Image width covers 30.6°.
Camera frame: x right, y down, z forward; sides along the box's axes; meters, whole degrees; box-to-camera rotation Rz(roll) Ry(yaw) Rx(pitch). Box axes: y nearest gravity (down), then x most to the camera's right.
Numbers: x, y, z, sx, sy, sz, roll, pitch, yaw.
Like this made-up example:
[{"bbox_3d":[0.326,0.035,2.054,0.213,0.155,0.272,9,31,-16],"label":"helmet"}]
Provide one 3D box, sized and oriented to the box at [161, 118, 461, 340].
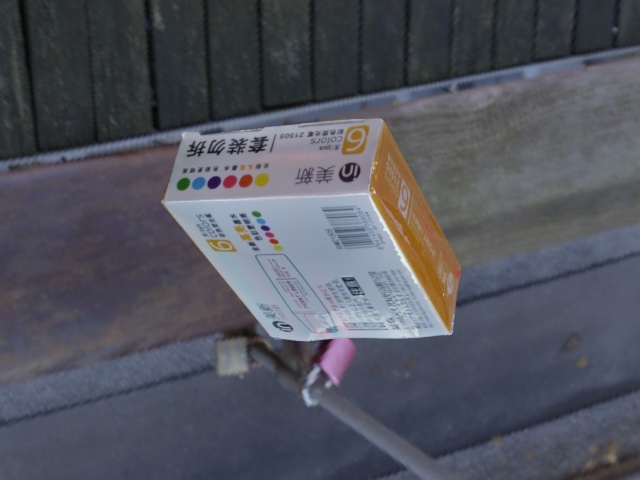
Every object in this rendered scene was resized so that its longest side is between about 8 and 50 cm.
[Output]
[{"bbox_3d":[0.000,0.000,1.162,0.274,0.220,0.091,59,36,-51],"label":"box"}]
